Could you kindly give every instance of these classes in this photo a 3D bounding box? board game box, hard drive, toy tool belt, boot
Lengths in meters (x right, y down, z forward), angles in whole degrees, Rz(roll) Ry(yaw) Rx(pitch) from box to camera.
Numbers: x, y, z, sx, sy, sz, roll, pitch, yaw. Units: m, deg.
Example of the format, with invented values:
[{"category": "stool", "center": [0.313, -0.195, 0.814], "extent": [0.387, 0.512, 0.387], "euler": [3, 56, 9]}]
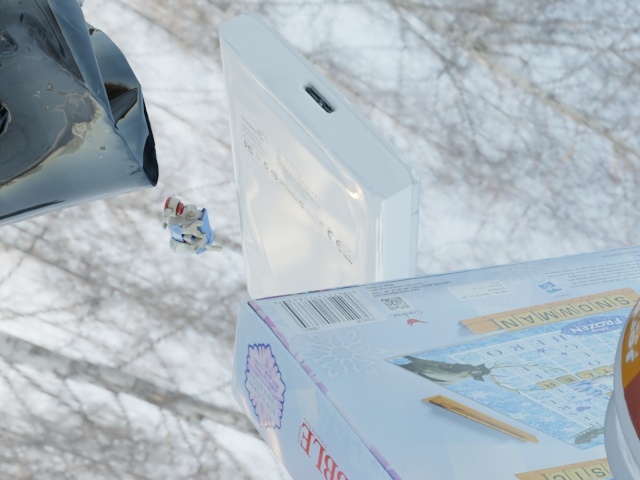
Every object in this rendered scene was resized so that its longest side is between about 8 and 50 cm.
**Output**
[{"category": "board game box", "center": [0.163, 0.112, 0.647], "extent": [0.318, 0.319, 0.066], "euler": [46, -44, 51]}, {"category": "hard drive", "center": [0.000, 0.000, 1.161], "extent": [0.047, 0.353, 0.233], "euler": [-29, -124, -20]}, {"category": "toy tool belt", "center": [-0.129, -0.015, 1.368], "extent": [0.051, 0.083, 0.052], "euler": [12, -119, 12]}, {"category": "boot", "center": [-0.312, 0.007, 0.880], "extent": [0.445, 0.367, 0.146], "euler": [-23, -151, 3]}]

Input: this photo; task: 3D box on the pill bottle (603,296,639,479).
[{"category": "pill bottle", "center": [0.172, 0.038, 0.453], "extent": [0.216, 0.121, 0.121], "euler": [104, -8, -63]}]
